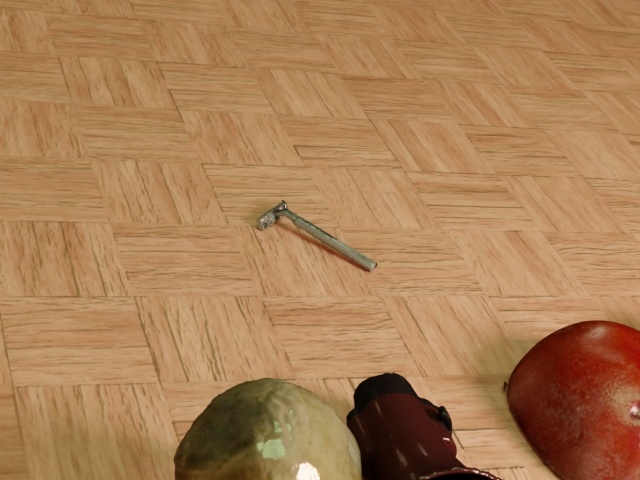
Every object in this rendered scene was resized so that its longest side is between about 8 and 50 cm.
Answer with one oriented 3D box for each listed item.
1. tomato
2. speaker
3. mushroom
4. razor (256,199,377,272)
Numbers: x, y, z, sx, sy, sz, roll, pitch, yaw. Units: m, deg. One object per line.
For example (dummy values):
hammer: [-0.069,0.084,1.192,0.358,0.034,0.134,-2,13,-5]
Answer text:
tomato: [0.447,0.225,1.893,0.339,0.143,0.338,12,33,-8]
speaker: [0.078,0.313,1.642,0.259,0.198,0.329,-35,27,-4]
mushroom: [-0.068,0.273,1.481,0.190,0.164,0.267,13,53,45]
razor: [0.002,-0.006,2.171,0.211,0.035,0.084,26,35,19]
